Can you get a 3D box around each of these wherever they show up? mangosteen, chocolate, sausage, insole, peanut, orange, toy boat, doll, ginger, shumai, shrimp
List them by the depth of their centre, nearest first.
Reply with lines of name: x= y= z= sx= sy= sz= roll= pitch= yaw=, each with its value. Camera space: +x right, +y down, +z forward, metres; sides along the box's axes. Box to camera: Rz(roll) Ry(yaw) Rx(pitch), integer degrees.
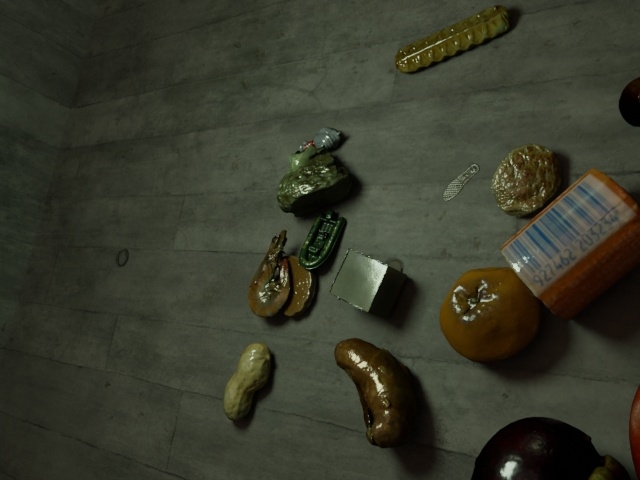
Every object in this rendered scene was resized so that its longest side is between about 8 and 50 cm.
mangosteen: x=0.478 y=0.521 z=1.254 sx=0.347 sy=0.307 sz=0.306 roll=-1 pitch=74 yaw=45
sausage: x=0.586 y=0.010 z=1.403 sx=0.287 sy=0.233 sz=0.233 roll=-46 pitch=53 yaw=15
chocolate: x=0.784 y=-0.332 z=1.449 sx=0.133 sy=0.124 sz=0.127 roll=-17 pitch=59 yaw=-5
orange: x=0.410 y=0.179 z=1.504 sx=0.249 sy=0.183 sz=0.248 roll=-14 pitch=66 yaw=34
ginger: x=0.159 y=0.393 z=1.642 sx=0.165 sy=0.173 sz=0.321 roll=105 pitch=149 yaw=-43
insole: x=0.394 y=-0.165 z=1.748 sx=0.135 sy=0.002 sz=0.045 roll=-45 pitch=54 yaw=16
toy boat: x=0.000 y=0.000 z=1.937 sx=0.104 sy=0.052 sz=0.210 roll=19 pitch=72 yaw=28
peanut: x=-0.233 y=0.443 z=1.940 sx=0.263 sy=0.101 sz=0.117 roll=-61 pitch=31 yaw=4
shrimp: x=-0.142 y=0.108 z=1.950 sx=0.152 sy=0.063 sz=0.287 roll=24 pitch=95 yaw=39
shumai: x=-0.033 y=-0.206 z=1.961 sx=0.256 sy=0.189 sz=0.218 roll=-20 pitch=65 yaw=24
doll: x=0.003 y=-0.330 z=2.051 sx=0.180 sy=0.079 sz=0.094 roll=-13 pitch=30 yaw=42

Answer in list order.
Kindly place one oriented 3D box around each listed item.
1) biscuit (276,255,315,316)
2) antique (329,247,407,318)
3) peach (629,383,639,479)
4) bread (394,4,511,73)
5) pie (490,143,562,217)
biscuit: x=-0.096 y=0.141 z=1.976 sx=0.208 sy=0.049 sz=0.180 roll=22 pitch=89 yaw=41
antique: x=0.137 y=0.123 z=1.746 sx=0.152 sy=0.148 sz=0.146 roll=24 pitch=91 yaw=39
peach: x=0.736 y=0.349 z=1.101 sx=0.389 sy=0.388 sz=0.387 roll=-13 pitch=67 yaw=33
bread: x=0.388 y=-0.597 z=1.857 sx=0.368 sy=0.084 sz=0.077 roll=-17 pitch=22 yaw=30
pie: x=0.531 y=-0.151 z=1.597 sx=0.163 sy=0.079 sz=0.193 roll=42 pitch=101 yaw=30
